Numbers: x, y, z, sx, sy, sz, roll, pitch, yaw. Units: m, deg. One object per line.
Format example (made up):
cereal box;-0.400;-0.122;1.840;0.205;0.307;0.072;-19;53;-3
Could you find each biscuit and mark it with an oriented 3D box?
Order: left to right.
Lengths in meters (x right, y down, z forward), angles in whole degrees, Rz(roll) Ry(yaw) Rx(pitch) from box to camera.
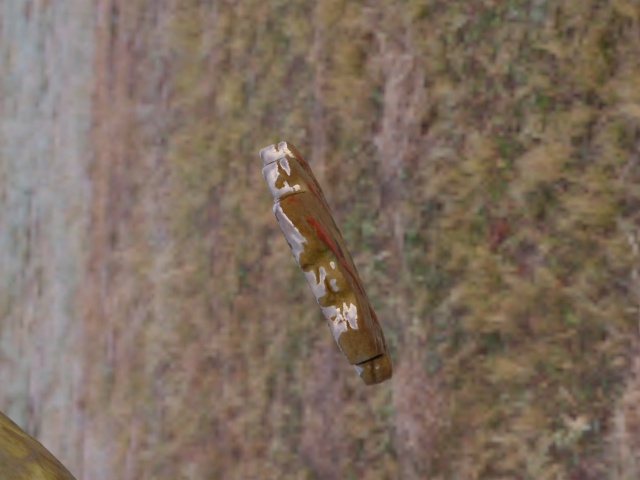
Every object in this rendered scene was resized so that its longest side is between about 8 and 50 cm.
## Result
biscuit;0.000;0.000;0.583;0.119;0.019;0.130;63;-176;-46

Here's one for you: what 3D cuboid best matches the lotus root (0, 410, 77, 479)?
lotus root;-0.311;0.133;0.804;0.346;0.250;0.250;50;155;10
